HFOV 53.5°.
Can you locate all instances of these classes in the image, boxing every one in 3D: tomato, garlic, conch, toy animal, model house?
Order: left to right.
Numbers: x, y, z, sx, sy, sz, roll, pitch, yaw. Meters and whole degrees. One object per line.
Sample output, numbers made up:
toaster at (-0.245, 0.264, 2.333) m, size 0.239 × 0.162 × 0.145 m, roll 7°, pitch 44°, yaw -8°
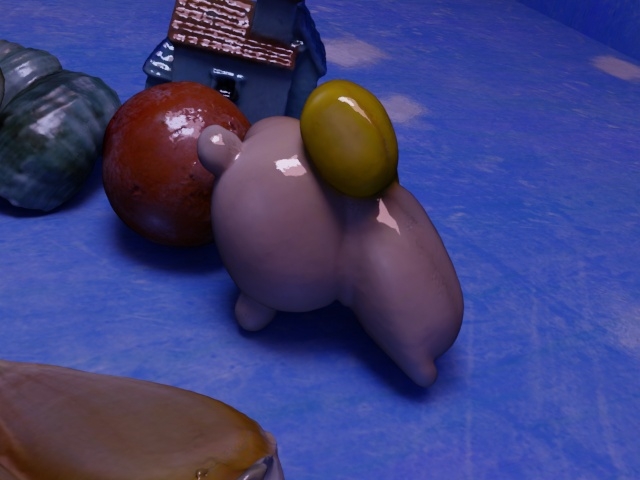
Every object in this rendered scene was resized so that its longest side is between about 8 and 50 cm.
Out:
garlic at (-0.181, 0.179, 0.397) m, size 0.313 × 0.249 × 0.286 m, roll 6°, pitch 45°, yaw 27°
conch at (-0.389, -0.171, 0.895) m, size 0.220 × 0.195 × 0.277 m, roll -22°, pitch 79°, yaw -32°
tomato at (-0.182, -0.097, 0.808) m, size 0.184 × 0.208 × 0.208 m, roll 16°, pitch 33°, yaw 14°
model house at (-0.129, -0.318, 1.045) m, size 0.294 × 0.329 × 0.252 m, roll 12°, pitch 37°, yaw -4°
toy animal at (0.000, -0.002, 0.743) m, size 0.246 × 0.345 × 0.277 m, roll -25°, pitch 16°, yaw 2°

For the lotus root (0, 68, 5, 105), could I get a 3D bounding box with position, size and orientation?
lotus root at (-0.552, -0.132, 0.777) m, size 0.260 × 0.149 × 0.267 m, roll 5°, pitch 53°, yaw 34°
